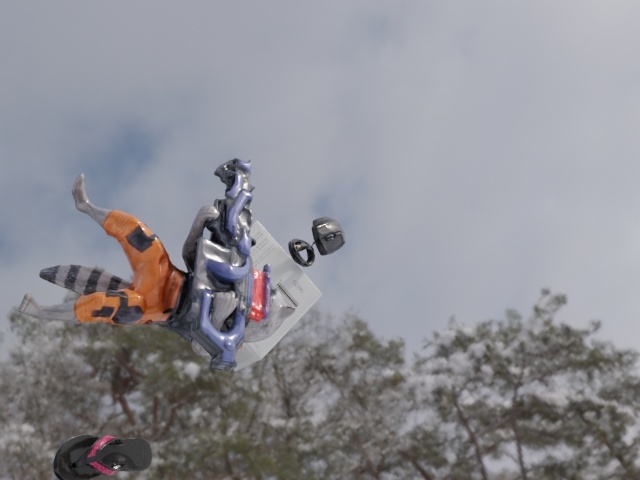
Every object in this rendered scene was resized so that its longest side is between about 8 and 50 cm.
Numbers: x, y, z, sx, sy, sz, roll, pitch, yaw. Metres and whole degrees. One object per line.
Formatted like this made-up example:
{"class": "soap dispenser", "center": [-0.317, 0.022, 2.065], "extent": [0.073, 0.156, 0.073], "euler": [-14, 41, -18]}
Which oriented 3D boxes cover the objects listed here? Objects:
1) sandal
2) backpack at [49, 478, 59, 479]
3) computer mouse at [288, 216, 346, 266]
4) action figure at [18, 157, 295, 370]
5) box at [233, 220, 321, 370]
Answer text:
{"class": "sandal", "center": [-0.312, 0.316, 1.369], "extent": [0.040, 0.067, 0.179], "euler": [-16, -15, 37]}
{"class": "backpack", "center": [-0.431, 0.561, 1.295], "extent": [0.290, 0.273, 0.355], "euler": [-12, -62, -21]}
{"class": "computer mouse", "center": [0.000, 0.000, 1.683], "extent": [0.041, 0.071, 0.242], "euler": [-16, 6, 20]}
{"class": "action figure", "center": [-0.191, 0.034, 1.249], "extent": [0.330, 0.341, 0.178], "euler": [23, -43, -13]}
{"class": "box", "center": [-0.131, 0.098, 1.633], "extent": [0.181, 0.182, 0.119], "euler": [-45, 7, -33]}
